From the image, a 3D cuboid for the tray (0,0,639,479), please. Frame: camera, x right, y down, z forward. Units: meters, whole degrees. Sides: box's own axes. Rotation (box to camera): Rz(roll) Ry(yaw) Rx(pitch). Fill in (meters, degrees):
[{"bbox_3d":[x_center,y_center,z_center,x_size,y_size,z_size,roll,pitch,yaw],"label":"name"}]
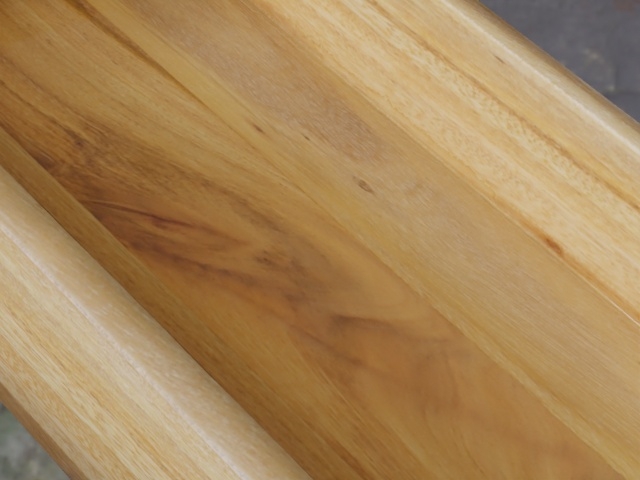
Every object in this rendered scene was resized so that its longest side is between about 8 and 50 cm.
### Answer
[{"bbox_3d":[0.000,0.000,0.417,0.411,0.203,0.076,42,137,23],"label":"tray"}]
